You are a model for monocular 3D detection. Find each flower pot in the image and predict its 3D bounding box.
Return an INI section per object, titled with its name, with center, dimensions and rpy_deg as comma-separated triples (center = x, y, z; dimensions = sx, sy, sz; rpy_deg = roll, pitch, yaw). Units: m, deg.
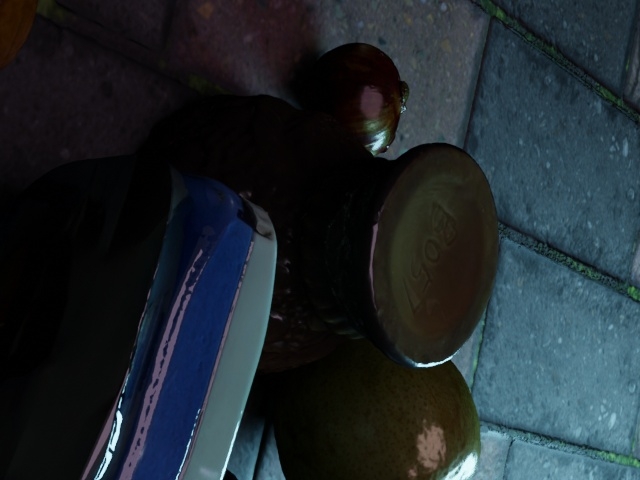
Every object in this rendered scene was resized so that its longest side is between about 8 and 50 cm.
[flower pot]
center = 0.000, 0.000, 1.144
dimensions = 0.266, 0.267, 0.266
rpy_deg = -9, 101, -50

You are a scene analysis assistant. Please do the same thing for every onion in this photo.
[onion]
center = 0.036, -0.143, 1.288
dimensions = 0.118, 0.118, 0.117
rpy_deg = 12, 63, -50

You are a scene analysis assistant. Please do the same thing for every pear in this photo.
[pear]
center = 0.052, 0.184, 1.273
dimensions = 0.188, 0.211, 0.228
rpy_deg = -11, 149, -32

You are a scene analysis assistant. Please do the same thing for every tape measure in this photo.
[tape measure]
center = -0.164, 0.077, 0.963
dimensions = 0.138, 0.262, 0.259
rpy_deg = 30, 72, -41

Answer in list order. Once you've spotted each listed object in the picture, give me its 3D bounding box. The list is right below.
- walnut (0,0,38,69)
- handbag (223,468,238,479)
[walnut]
center = -0.262, -0.205, 0.931
dimensions = 0.116, 0.116, 0.207
rpy_deg = -17, 115, -48
[handbag]
center = -0.148, 0.369, 1.134
dimensions = 0.303, 0.122, 0.329
rpy_deg = 16, 82, -50
